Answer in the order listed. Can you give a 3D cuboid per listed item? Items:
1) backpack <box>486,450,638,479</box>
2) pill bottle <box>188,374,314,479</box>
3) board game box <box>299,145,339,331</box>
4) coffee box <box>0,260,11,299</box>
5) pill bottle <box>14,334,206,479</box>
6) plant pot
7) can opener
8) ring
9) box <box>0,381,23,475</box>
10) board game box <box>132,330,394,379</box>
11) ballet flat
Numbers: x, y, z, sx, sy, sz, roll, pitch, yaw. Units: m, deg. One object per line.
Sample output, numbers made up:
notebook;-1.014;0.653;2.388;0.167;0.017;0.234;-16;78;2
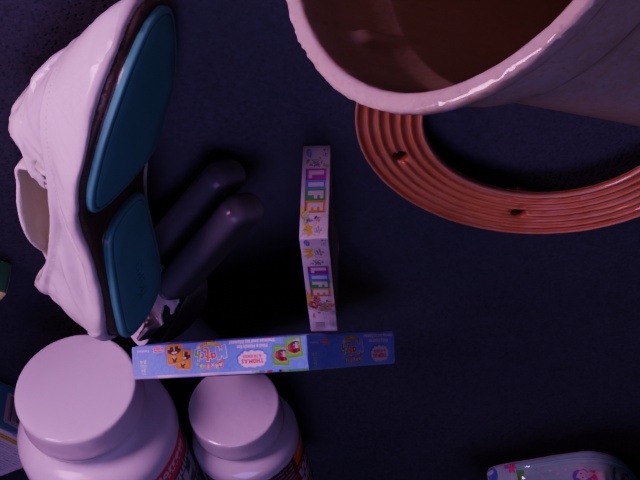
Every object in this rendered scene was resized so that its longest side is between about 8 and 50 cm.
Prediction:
backpack;0.317;0.364;1.859;0.253;0.191;0.225;-9;147;27
pill bottle;-0.078;0.240;1.757;0.121;0.121;0.221;-3;145;7
board game box;0.000;0.000;1.426;0.026;0.103;0.154;-1;145;3
coffee box;-0.414;0.034;1.546;0.184;0.040;0.113;22;141;-26
pill bottle;-0.232;0.240;1.715;0.176;0.176;0.318;-3;145;7
plant pot;0.196;-0.201;0.981;0.305;0.333;0.334;16;144;-38
can opener;-0.130;0.014;1.498;0.093;0.074;0.280;-18;161;-36
ring;0.197;-0.112;1.322;0.337;0.032;0.336;1;144;1
box;-0.432;0.243;1.829;0.244;0.060;0.100;-23;138;31
board game box;-0.056;0.114;1.554;0.211;0.039;0.160;-5;176;33
ballet flat;-0.207;-0.063;1.329;0.139;0.139;0.400;5;139;-4
